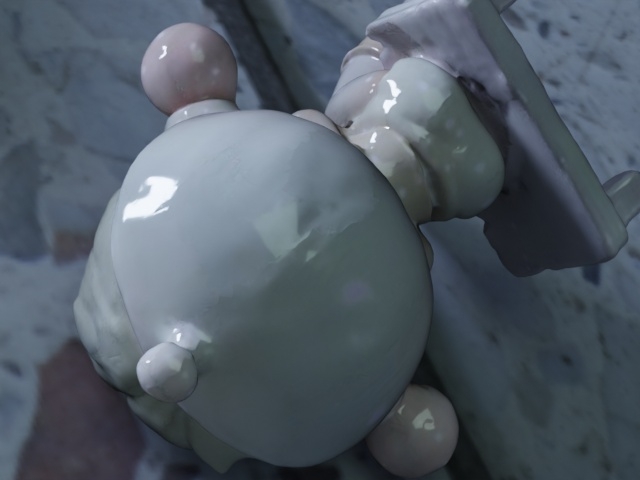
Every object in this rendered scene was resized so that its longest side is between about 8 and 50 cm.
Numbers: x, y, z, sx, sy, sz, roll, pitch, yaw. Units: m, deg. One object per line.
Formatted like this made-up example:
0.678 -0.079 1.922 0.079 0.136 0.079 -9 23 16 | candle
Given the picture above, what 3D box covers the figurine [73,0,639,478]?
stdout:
0.009 0.004 0.672 0.144 0.182 0.256 8 37 38 | figurine
